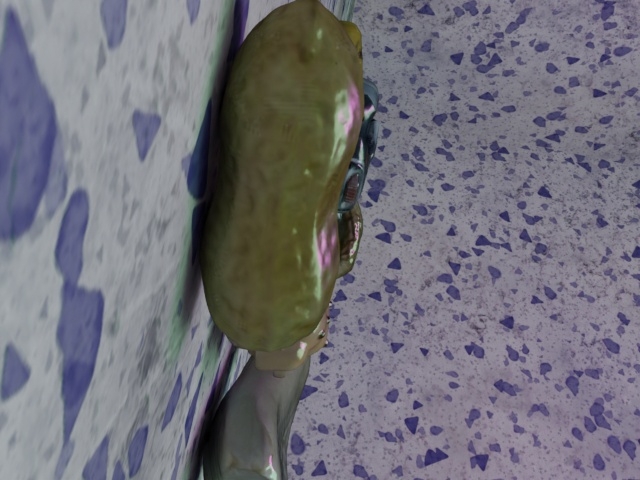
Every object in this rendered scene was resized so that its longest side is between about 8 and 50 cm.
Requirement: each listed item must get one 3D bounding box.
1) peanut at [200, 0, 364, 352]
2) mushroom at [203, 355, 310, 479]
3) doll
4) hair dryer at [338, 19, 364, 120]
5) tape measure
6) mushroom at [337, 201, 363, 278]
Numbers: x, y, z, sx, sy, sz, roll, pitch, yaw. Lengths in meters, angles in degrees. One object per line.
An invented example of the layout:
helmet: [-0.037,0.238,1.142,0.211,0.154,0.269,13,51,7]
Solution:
peanut: [-0.028,-0.047,0.554,0.125,0.111,0.274,-90,-169,-71]
mushroom: [-0.067,0.205,0.908,0.159,0.122,0.328,-49,-162,31]
doll: [-0.045,0.015,0.805,0.154,0.119,0.277,102,-10,-68]
hair dryer: [-0.001,-0.230,0.911,0.279,0.090,0.134,-13,103,-79]
tape measure: [0.025,-0.173,1.308,0.275,0.147,0.256,103,-2,-68]
mushroom: [-0.001,0.004,1.492,0.189,0.164,0.266,95,7,-77]
